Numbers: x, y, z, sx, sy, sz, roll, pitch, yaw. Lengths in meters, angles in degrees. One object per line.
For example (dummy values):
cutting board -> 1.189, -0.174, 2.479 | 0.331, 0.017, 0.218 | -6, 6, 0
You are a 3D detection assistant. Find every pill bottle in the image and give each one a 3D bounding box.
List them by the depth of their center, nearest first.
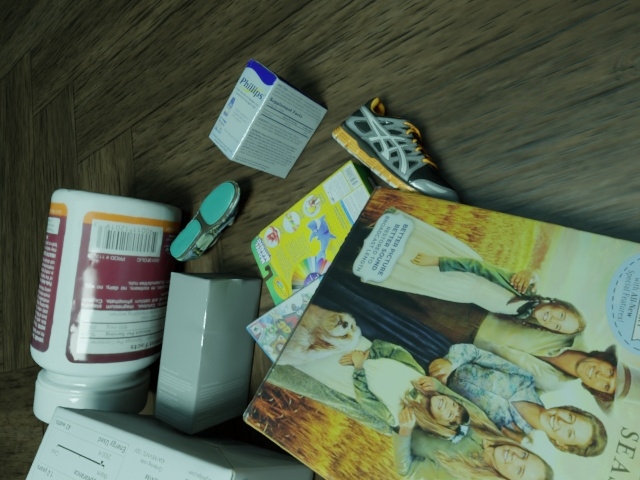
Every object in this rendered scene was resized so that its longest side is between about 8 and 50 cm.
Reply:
pill bottle -> -0.398, 0.115, 0.776 | 0.223, 0.224, 0.393 | 8, 89, 34

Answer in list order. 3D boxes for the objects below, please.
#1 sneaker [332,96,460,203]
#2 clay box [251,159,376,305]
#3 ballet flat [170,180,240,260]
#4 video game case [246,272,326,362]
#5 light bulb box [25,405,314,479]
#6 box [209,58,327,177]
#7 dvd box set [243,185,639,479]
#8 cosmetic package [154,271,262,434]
sneaker -> 0.105, -0.115, 0.546 | 0.083, 0.084, 0.215 | -50, 62, 12
clay box -> 0.000, 0.000, 0.620 | 0.222, 0.053, 0.128 | -35, 69, 27
ballet flat -> -0.195, -0.033, 0.750 | 0.188, 0.070, 0.070 | -41, 65, 20
video game case -> -0.018, 0.136, 0.612 | 0.166, 0.015, 0.119 | -36, 94, 26
light bulb box -> -0.238, 0.454, 0.557 | 0.357, 0.225, 0.361 | 1, 66, 29
box -> -0.080, -0.184, 0.648 | 0.072, 0.126, 0.137 | 45, 109, 30
dvd box set -> 0.169, 0.123, 0.359 | 0.420, 0.062, 0.308 | 19, 68, 33
cosmetic package -> -0.183, 0.172, 0.685 | 0.107, 0.127, 0.238 | 3, 86, 33
